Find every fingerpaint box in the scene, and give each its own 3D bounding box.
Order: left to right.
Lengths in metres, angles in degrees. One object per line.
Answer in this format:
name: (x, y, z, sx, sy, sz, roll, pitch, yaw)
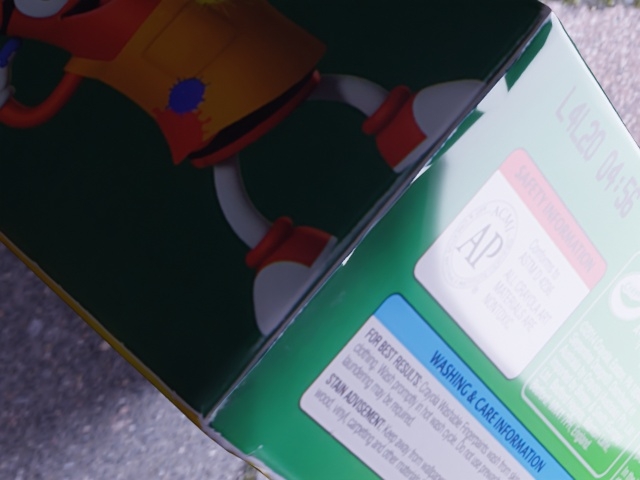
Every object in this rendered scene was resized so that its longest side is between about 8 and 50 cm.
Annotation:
fingerpaint box: (0.000, 0.000, 0.801, 0.163, 0.371, 0.445, -49, 141, -4)
